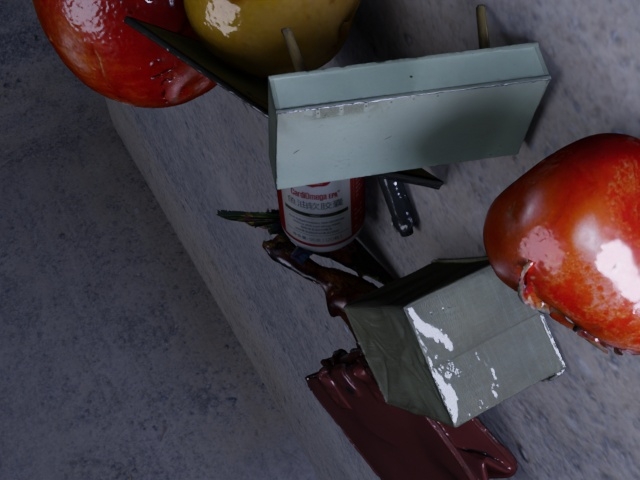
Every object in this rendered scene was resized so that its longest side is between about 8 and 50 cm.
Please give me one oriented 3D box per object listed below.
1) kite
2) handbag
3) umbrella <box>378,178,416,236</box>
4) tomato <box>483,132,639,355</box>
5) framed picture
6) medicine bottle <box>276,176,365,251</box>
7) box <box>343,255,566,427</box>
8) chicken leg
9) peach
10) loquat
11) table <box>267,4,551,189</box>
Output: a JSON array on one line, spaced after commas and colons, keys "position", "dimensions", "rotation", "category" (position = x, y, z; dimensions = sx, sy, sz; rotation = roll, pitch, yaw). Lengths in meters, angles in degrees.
[{"position": [0.000, 0.000, 1.419], "dimensions": [0.234, 0.321, 0.016], "rotation": [-55, -11, -68], "category": "kite"}, {"position": [0.123, 0.269, 1.314], "dimensions": [0.275, 0.084, 0.260], "rotation": [51, 151, -9], "category": "handbag"}, {"position": [0.098, -0.067, 1.191], "dimensions": [0.036, 0.031, 0.133], "rotation": [34, 146, 65], "category": "umbrella"}, {"position": [0.211, -0.002, 0.681], "dimensions": [0.187, 0.151, 0.187], "rotation": [25, -177, -2], "category": "tomato"}, {"position": [-0.037, -0.157, 1.042], "dimensions": [0.338, 0.014, 0.255], "rotation": [36, -164, 26], "category": "framed picture"}, {"position": [-0.001, -0.100, 1.275], "dimensions": [0.131, 0.131, 0.250], "rotation": [55, 162, 32], "category": "medicine bottle"}, {"position": [0.151, 0.115, 1.077], "dimensions": [0.155, 0.148, 0.231], "rotation": [67, 165, -4], "category": "box"}, {"position": [0.064, 0.121, 1.404], "dimensions": [0.407, 0.096, 0.158], "rotation": [46, 149, 12], "category": "chicken leg"}, {"position": [-0.229, -0.355, 1.255], "dimensions": [0.370, 0.370, 0.370], "rotation": [56, 162, 28], "category": "peach"}, {"position": [-0.054, -0.289, 1.016], "dimensions": [0.208, 0.208, 0.208], "rotation": [56, 162, 28], "category": "loquat"}, {"position": [0.067, -0.139, 0.824], "dimensions": [0.122, 0.240, 0.111], "rotation": [97, 162, -62], "category": "table"}]
